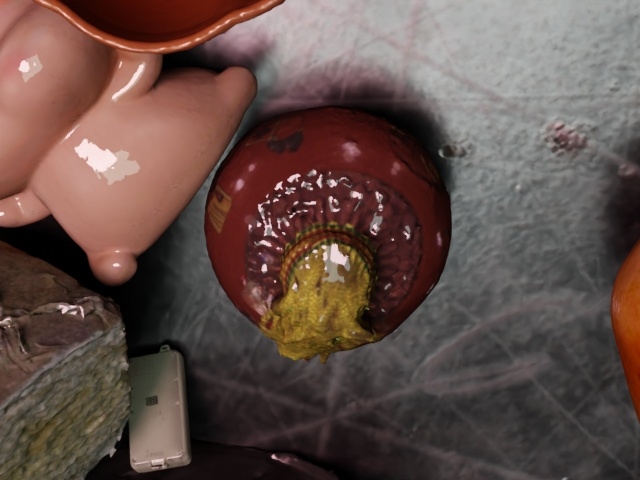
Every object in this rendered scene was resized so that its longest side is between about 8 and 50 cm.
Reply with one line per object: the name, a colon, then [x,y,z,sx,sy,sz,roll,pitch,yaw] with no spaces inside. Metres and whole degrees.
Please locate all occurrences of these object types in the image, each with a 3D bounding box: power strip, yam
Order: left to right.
yam: [-0.273,0.066,0.880,0.271,0.201,0.202,38,153,21]
power strip: [-0.111,0.116,0.991,0.040,0.090,0.016,-11,150,7]

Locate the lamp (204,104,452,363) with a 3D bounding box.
lamp: [0.004,-0.002,0.895,0.156,0.135,0.157,-36,103,18]

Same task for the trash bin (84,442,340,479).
trash bin: [-0.080,0.302,0.986,0.277,0.217,0.262,9,113,9]

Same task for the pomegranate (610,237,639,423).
pomegranate: [0.271,0.058,0.858,0.209,0.209,0.209,2,113,5]

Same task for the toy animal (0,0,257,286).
toy animal: [-0.156,-0.086,0.867,0.198,0.171,0.171,35,112,-14]

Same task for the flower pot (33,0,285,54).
flower pot: [-0.088,-0.210,0.789,0.191,0.173,0.190,-1,108,-3]
